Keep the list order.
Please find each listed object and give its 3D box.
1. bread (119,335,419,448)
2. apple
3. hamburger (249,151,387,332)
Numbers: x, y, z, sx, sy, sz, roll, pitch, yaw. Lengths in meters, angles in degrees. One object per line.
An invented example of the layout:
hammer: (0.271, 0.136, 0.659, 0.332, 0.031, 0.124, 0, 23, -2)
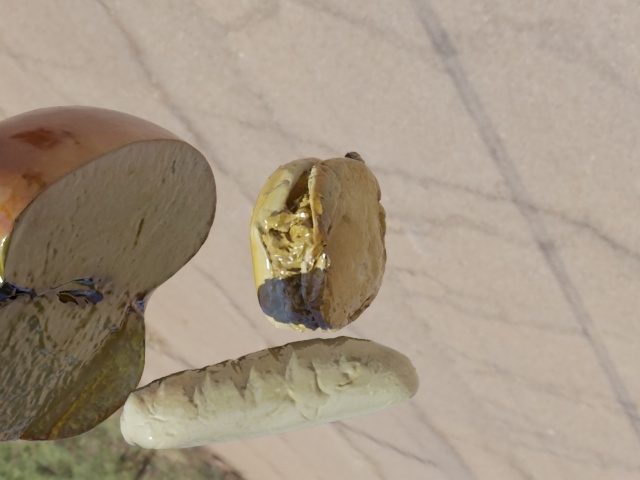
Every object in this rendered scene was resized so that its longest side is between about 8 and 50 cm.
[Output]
bread: (-0.037, 0.103, 0.769, 0.073, 0.214, 0.053, -119, 20, -71)
apple: (-0.268, 0.032, 1.105, 0.295, 0.329, 0.365, -16, 171, 22)
hamburger: (0.000, 0.000, 0.886, 0.083, 0.147, 0.138, 6, 112, 24)
